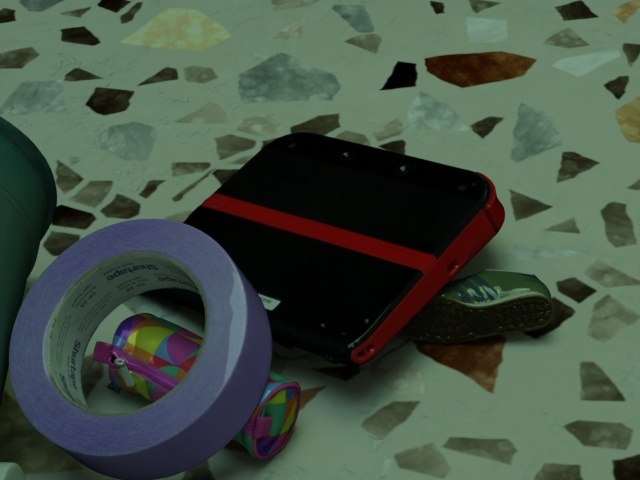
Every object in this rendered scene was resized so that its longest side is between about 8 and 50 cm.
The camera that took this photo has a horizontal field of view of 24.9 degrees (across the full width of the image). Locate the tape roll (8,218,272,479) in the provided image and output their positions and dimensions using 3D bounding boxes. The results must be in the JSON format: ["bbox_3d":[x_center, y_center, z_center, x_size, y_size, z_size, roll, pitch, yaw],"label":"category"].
[{"bbox_3d":[-0.195,0.117,1.579,0.275,0.090,0.275,-8,61,15],"label":"tape roll"}]

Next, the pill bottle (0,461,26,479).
[{"bbox_3d":[-0.456,0.291,1.472,0.301,0.169,0.169,-1,41,4],"label":"pill bottle"}]

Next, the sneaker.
[{"bbox_3d":[0.183,0.074,1.751,0.192,0.064,0.086,-4,25,8],"label":"sneaker"}]

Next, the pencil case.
[{"bbox_3d":[-0.138,0.162,1.645,0.236,0.104,0.104,20,46,26],"label":"pencil case"}]

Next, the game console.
[{"bbox_3d":[0.000,0.000,1.813,0.386,0.060,0.342,16,49,38],"label":"game console"}]

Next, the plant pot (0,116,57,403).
[{"bbox_3d":[-0.481,0.064,1.641,0.341,0.341,0.334,-4,49,0],"label":"plant pot"}]
